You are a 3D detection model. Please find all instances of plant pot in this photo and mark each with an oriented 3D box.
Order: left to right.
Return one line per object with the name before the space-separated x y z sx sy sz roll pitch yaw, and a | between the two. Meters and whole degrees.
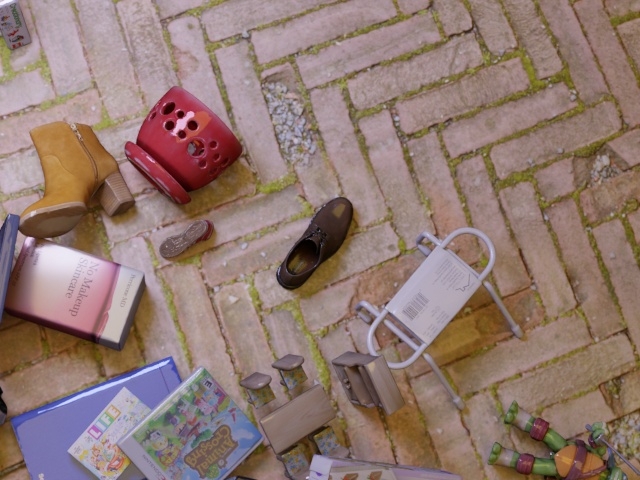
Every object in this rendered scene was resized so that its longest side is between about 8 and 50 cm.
plant pot | -0.279 -0.182 1.850 0.191 0.191 0.174 43 82 2

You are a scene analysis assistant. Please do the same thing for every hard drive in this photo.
hard drive | -0.396 0.376 1.773 0.318 0.040 0.210 -21 82 -14

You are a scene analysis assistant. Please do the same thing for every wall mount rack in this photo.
wall mount rack | 0.253 0.157 1.895 0.304 0.130 0.350 42 74 5

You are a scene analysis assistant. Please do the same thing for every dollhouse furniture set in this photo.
dollhouse furniture set | 0.009 0.314 1.766 0.242 0.161 0.212 -28 99 -22

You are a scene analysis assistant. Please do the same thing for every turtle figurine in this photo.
turtle figurine | 0.469 0.432 1.807 0.266 0.198 0.275 22 32 13

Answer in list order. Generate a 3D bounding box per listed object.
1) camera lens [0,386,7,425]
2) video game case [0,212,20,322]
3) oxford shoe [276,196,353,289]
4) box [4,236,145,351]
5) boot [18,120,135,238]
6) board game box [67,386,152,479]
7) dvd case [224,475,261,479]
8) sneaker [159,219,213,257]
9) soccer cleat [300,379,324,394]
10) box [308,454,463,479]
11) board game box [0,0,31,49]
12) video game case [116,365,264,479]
camera lens | -0.713 0.310 1.642 0.274 0.219 0.219 -41 87 -15
video game case | -0.586 0.073 1.691 0.026 0.274 0.196 11 75 -21
oxford shoe | 0.000 0.000 1.899 0.083 0.096 0.227 34 72 1
box | -0.466 0.101 1.780 0.232 0.127 0.149 18 74 -5
boot | -0.505 -0.125 1.783 0.211 0.104 0.295 53 32 10
board game box | -0.379 0.365 1.742 0.103 0.026 0.154 40 74 1
dvd case | -0.079 0.458 1.697 0.180 0.253 0.022 14 72 -7
sneaker | -0.266 -0.004 1.887 0.118 0.067 0.042 -31 86 15
soccer cleat | -0.030 0.311 1.858 0.083 0.029 0.035 -36 74 -16
box | 0.126 0.454 1.758 0.324 0.067 0.063 15 84 -32
board game box | -0.668 -0.557 1.862 0.053 0.193 0.305 -23 82 -13
video game case | -0.240 0.377 1.755 0.212 0.023 0.193 -42 104 -18
